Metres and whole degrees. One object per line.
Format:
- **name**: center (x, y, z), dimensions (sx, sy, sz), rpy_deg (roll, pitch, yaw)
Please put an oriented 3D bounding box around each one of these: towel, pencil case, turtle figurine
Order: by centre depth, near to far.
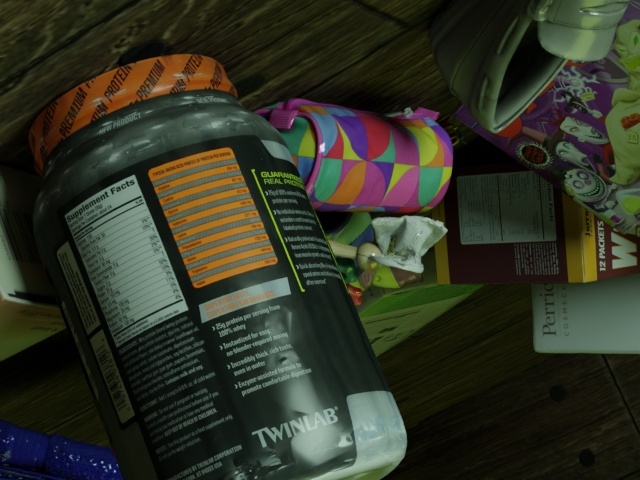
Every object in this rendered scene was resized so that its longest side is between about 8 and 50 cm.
- **pencil case**: center (0.027, -0.075, 1.411), dimensions (0.104, 0.104, 0.236), rpy_deg (-32, 165, 31)
- **towel**: center (-0.355, 0.263, 1.772), dimensions (0.308, 0.076, 0.227), rpy_deg (15, 156, -6)
- **turtle figurine**: center (0.006, 0.056, 1.790), dimensions (0.217, 0.087, 0.269), rpy_deg (-20, 172, 3)

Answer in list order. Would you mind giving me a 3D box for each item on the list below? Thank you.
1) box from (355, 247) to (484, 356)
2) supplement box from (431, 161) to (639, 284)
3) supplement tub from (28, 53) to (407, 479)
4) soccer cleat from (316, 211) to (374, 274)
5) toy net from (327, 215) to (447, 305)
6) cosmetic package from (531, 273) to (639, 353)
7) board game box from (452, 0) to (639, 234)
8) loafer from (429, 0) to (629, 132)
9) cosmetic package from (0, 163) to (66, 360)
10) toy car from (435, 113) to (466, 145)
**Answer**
- **box**: center (0.071, 0.100, 2.169), dimensions (0.232, 0.058, 0.322), rpy_deg (-10, 162, -41)
- **supplement box**: center (0.256, -0.024, 1.719), dimensions (0.194, 0.129, 0.191), rpy_deg (-2, -177, 43)
- **supplement tub**: center (-0.086, 0.046, 1.180), dimensions (0.207, 0.338, 0.207), rpy_deg (-21, 165, -6)
- **soccer cleat**: center (-0.087, 0.012, 1.615), dimensions (0.289, 0.093, 0.121), rpy_deg (-17, 135, -5)
- **toy net**: center (0.029, 0.038, 1.527), dimensions (0.232, 0.045, 0.122), rpy_deg (-18, 140, 33)
- **cosmetic package**: center (0.467, 0.012, 1.784), dimensions (0.453, 0.230, 0.161), rpy_deg (-4, 180, 40)
- **board game box**: center (0.281, -0.143, 1.365), dimensions (0.056, 0.208, 0.347), rpy_deg (-55, -176, -33)
- **loafer**: center (0.197, -0.192, 1.208), dimensions (0.112, 0.111, 0.319), rpy_deg (-14, 163, -30)
- **cosmetic package**: center (-0.351, 0.059, 1.251), dimensions (0.296, 0.129, 0.153), rpy_deg (-27, 166, 17)
- **toy car**: center (0.177, -0.119, 1.577), dimensions (0.122, 0.040, 0.060), rpy_deg (-25, 165, 8)
